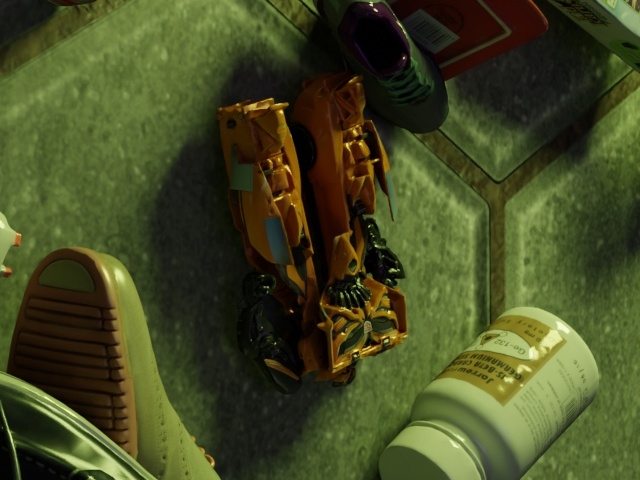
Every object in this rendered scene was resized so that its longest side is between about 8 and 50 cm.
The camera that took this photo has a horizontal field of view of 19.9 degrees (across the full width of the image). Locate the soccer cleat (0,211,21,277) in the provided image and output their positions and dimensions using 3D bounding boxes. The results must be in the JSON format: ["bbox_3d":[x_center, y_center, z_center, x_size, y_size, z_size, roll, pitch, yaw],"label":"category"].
[{"bbox_3d":[-0.295,0.064,1.433,0.076,0.068,0.196,17,77,-27],"label":"soccer cleat"}]

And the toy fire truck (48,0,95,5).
[{"bbox_3d":[-0.165,-0.289,1.494,0.047,0.135,0.192,20,77,-42],"label":"toy fire truck"}]

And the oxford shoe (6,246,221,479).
[{"bbox_3d":[-0.161,0.186,1.519,0.146,0.140,0.397,-22,115,-46],"label":"oxford shoe"}]

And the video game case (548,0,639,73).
[{"bbox_3d":[0.336,-0.345,1.949,0.244,0.061,0.269,30,70,-43],"label":"video game case"}]

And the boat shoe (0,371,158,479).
[{"bbox_3d":[-0.200,0.239,1.351,0.500,0.156,0.186,32,102,-13],"label":"boat shoe"}]

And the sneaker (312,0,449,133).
[{"bbox_3d":[0.063,-0.159,1.714,0.083,0.098,0.223,-33,132,8],"label":"sneaker"}]

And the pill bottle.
[{"bbox_3d":[0.166,0.178,1.818,0.229,0.131,0.131,-40,117,-35],"label":"pill bottle"}]

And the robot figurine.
[{"bbox_3d":[0.000,0.000,1.690,0.211,0.085,0.291,-24,107,-40],"label":"robot figurine"}]

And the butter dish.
[{"bbox_3d":[0.121,-0.253,1.777,0.160,0.160,0.118,39,42,-35],"label":"butter dish"}]
